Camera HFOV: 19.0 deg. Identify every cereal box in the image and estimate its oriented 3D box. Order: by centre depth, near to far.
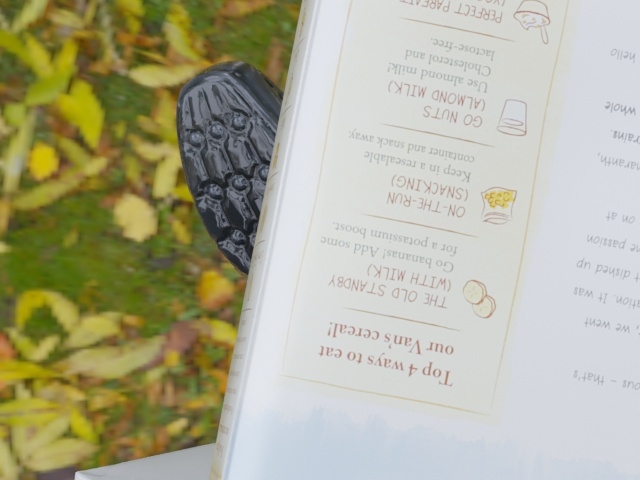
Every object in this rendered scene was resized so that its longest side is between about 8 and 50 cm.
[{"bbox_3d":[0.074,-0.017,0.484,0.173,0.047,0.240,12,86,-7],"label":"cereal box"}]

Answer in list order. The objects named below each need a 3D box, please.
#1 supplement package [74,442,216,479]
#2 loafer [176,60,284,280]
[{"bbox_3d":[0.018,0.217,1.007,0.262,0.204,0.145,21,109,42],"label":"supplement package"},{"bbox_3d":[0.000,0.000,0.979,0.076,0.078,0.223,-18,115,33],"label":"loafer"}]
